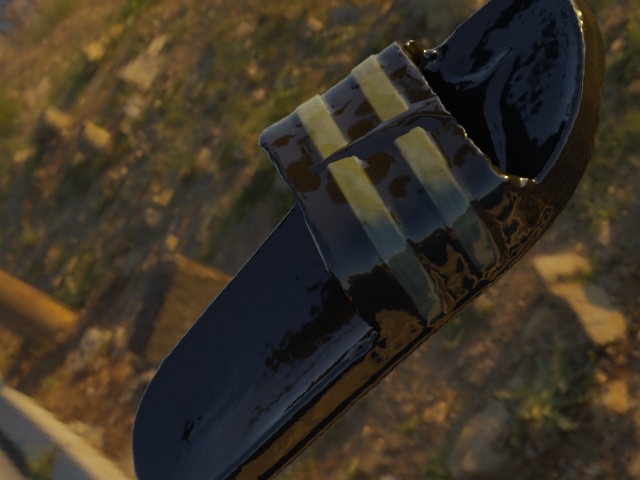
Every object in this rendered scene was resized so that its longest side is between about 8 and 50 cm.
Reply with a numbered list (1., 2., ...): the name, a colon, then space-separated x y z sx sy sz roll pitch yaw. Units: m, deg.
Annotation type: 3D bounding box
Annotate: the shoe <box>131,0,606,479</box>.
1. shoe: 0.000 0.000 0.389 0.179 0.049 0.071 -47 40 14
